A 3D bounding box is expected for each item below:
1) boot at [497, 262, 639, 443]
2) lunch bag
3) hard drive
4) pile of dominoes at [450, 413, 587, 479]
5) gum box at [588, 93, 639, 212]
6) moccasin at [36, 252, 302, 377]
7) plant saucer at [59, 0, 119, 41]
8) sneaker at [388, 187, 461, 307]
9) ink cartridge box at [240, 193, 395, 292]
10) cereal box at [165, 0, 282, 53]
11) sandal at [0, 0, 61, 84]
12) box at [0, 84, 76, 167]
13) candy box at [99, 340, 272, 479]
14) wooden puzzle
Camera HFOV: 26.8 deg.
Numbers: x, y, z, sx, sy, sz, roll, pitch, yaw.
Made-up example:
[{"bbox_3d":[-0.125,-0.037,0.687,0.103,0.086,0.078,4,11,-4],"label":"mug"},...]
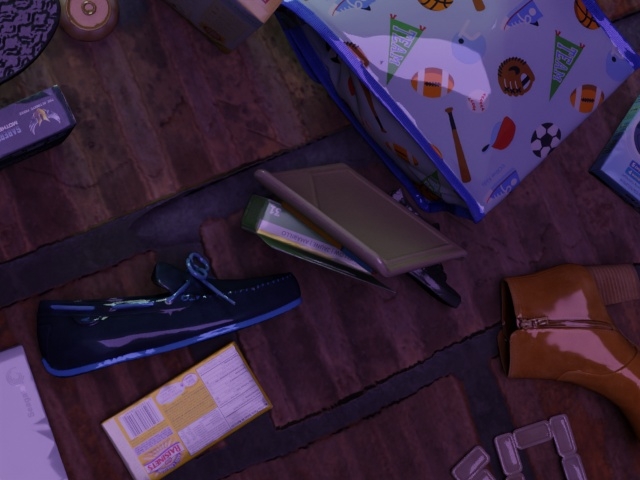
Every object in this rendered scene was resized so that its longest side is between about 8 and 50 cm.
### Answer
[{"bbox_3d":[0.362,0.179,1.890,0.211,0.104,0.295,-11,86,-10],"label":"boot"},{"bbox_3d":[0.164,-0.272,1.776,0.328,0.239,0.385,-45,106,-11],"label":"lunch bag"},{"bbox_3d":[-0.488,0.276,1.673,0.307,0.040,0.203,-19,93,-15],"label":"hard drive"},{"bbox_3d":[0.291,0.391,1.898,0.196,0.040,0.251,-14,84,-15],"label":"pile of dominoes"},{"bbox_3d":[0.505,-0.128,1.962,0.157,0.041,0.184,38,78,-11],"label":"gum box"},{"bbox_3d":[-0.192,0.081,1.714,0.342,0.138,0.117,-14,87,-16],"label":"moccasin"},{"bbox_3d":[-0.304,-0.302,1.758,0.083,0.015,0.083,1,88,-16],"label":"plant saucer"},{"bbox_3d":[0.144,0.012,1.851,0.170,0.051,0.089,37,84,-8],"label":"sneaker"},{"bbox_3d":[0.000,0.000,1.716,0.171,0.235,0.056,20,90,-14],"label":"ink cartridge box"},{"bbox_3d":[-0.147,-0.322,1.686,0.173,0.240,0.047,41,79,-11],"label":"cereal box"},{"bbox_3d":[-0.528,-0.211,1.660,0.446,0.107,0.167,-30,97,-2],"label":"sandal"},{"bbox_3d":[-0.418,-0.107,1.632,0.233,0.183,0.059,-26,95,-16],"label":"box"},{"bbox_3d":[-0.175,0.228,1.767,0.206,0.027,0.105,-31,99,-14],"label":"candy box"},{"bbox_3d":[0.051,-0.024,1.712,0.221,0.239,0.044,38,111,24],"label":"wooden puzzle"}]
